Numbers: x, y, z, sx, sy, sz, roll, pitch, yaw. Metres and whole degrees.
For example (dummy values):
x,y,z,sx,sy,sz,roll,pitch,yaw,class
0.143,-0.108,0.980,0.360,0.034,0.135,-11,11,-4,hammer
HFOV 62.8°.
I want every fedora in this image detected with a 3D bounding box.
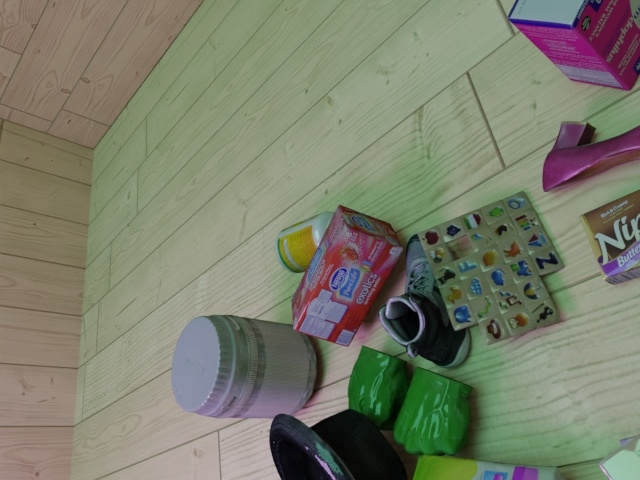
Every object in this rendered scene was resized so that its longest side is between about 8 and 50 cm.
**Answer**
x,y,z,sx,sy,sz,roll,pitch,yaw,class
0.050,0.421,0.927,0.334,0.153,0.333,35,140,37,fedora

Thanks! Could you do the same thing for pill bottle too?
x,y,z,sx,sy,sz,roll,pitch,yaw,class
0.000,0.000,1.215,0.209,0.118,0.117,-21,62,43,pill bottle

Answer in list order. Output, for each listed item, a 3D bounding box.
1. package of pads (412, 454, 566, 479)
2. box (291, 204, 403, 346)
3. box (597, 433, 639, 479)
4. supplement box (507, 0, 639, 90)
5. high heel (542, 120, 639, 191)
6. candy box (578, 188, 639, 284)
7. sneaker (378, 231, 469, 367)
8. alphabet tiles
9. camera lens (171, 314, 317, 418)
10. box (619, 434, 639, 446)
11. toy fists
x,y,z,sx,sy,sz,roll,pitch,yaw,class
0.199,0.447,0.708,0.229,0.101,0.296,-15,32,42,package of pads
0.047,0.073,1.080,0.122,0.128,0.256,-103,36,-63,box
0.446,0.320,0.506,0.148,0.121,0.311,-43,51,11,box
0.403,-0.327,0.789,0.114,0.220,0.111,36,105,47,supplement box
0.446,-0.112,0.774,0.244,0.082,0.117,20,97,48,high heel
0.475,-0.022,0.730,0.187,0.053,0.109,-29,56,38,candy box
0.178,0.092,0.950,0.101,0.153,0.268,-31,55,38,sneaker
0.294,0.047,0.883,0.199,0.009,0.237,-23,58,13,alphabet tiles
-0.163,0.284,1.177,0.220,0.274,0.219,-20,62,44,camera lens
0.454,0.387,0.600,0.067,0.063,0.323,-34,53,35,box
0.153,0.296,0.957,0.279,0.096,0.142,10,77,52,toy fists
